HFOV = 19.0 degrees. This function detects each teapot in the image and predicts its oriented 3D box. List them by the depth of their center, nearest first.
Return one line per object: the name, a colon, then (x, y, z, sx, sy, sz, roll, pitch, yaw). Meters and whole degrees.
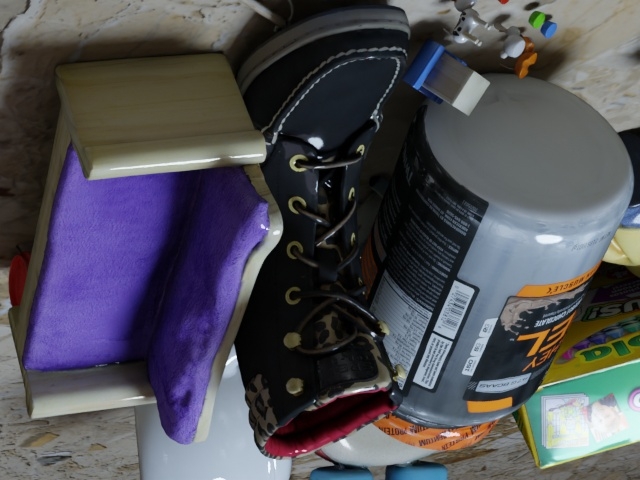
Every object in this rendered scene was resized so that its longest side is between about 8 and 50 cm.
teapot: (-0.108, 0.231, 2.114, 0.187, 0.253, 0.256, -5, 160, -5)

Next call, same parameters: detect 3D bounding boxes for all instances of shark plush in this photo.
shark plush: (0.093, -0.016, 1.913, 0.161, 0.067, 0.073, 2, 151, -37)

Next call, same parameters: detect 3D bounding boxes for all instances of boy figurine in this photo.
boy figurine: (0.363, -0.030, 2.033, 0.177, 0.092, 0.285, -18, 158, 5)

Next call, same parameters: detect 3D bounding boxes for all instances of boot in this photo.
boot: (0.000, 0.000, 1.597, 0.138, 0.284, 0.377, -4, 157, -30)

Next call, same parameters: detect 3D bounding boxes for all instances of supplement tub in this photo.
supplement tub: (0.142, 0.029, 1.768, 0.207, 0.207, 0.338, -6, 139, -24)

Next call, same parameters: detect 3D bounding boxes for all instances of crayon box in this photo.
crayon box: (0.380, 0.112, 2.152, 0.362, 0.106, 0.313, -16, -166, 0)

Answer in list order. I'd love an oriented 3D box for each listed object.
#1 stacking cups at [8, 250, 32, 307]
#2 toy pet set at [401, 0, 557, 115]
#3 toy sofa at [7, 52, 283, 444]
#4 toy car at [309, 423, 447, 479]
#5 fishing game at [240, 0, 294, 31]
stacking cups: (-0.145, 0.047, 1.865, 0.316, 0.096, 0.096, -4, 155, -27)
toy pet set: (0.127, -0.167, 1.624, 0.114, 0.065, 0.122, -57, 152, 5)
toy sofa: (-0.159, 0.024, 1.615, 0.150, 0.177, 0.362, -5, 144, -22)
toy car: (0.024, 0.189, 2.253, 0.210, 0.219, 0.238, 1, -179, -34)
fishing game: (0.046, -0.227, 1.425, 0.264, 0.041, 0.189, -25, 154, 23)
